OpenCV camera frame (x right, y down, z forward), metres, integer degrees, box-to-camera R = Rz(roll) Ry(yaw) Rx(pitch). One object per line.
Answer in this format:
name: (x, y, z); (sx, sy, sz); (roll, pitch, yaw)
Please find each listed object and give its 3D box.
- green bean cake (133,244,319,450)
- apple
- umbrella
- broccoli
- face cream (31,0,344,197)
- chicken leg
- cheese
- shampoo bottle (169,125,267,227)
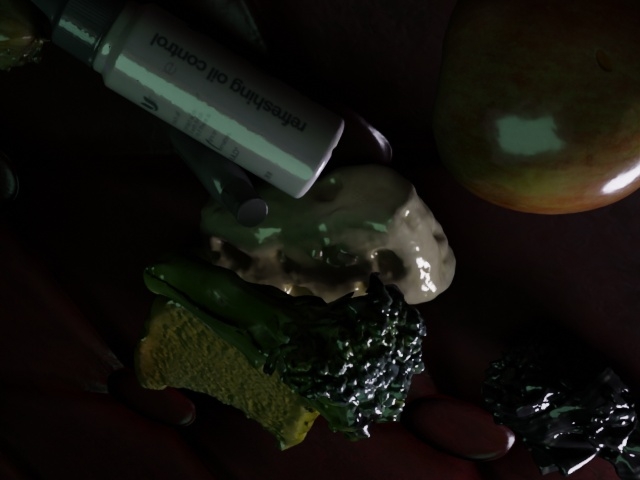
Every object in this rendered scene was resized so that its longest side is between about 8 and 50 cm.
green bean cake: (-0.094, 0.127, 1.289); (0.236, 0.124, 0.233); (25, 143, -1)
apple: (0.173, -0.111, 0.785); (0.173, 0.188, 0.188); (10, 142, 10)
umbrella: (0.327, 0.228, 1.180); (0.336, 0.128, 0.154); (36, 141, -20)
broccoli: (-0.045, 0.076, 1.061); (0.304, 0.146, 0.165); (21, 159, 22)
face cream: (-0.130, -0.153, 0.986); (0.311, 0.092, 0.092); (31, 144, -7)
chicken leg: (-0.349, -0.227, 1.024); (0.227, 0.088, 0.103); (23, 178, 24)
cheese: (-0.001, 0.001, 1.106); (0.262, 0.093, 0.159); (-1, 136, 31)
shampoo bottle: (-0.097, -0.063, 1.044); (0.080, 0.040, 0.165); (53, 175, -38)
